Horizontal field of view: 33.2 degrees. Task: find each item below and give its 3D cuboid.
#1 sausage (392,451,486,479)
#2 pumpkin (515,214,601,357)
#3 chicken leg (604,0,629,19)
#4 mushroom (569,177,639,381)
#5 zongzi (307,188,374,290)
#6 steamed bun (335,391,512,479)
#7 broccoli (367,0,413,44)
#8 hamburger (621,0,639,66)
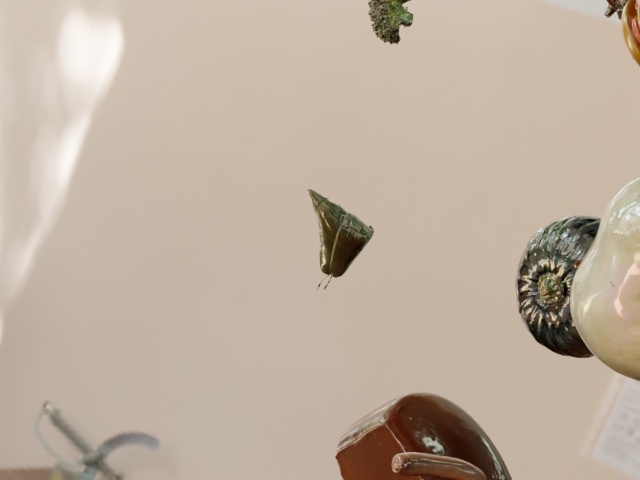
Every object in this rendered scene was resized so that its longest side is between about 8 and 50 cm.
[{"bbox_3d":[0.194,0.371,1.732,0.177,0.047,0.040,15,-7,-27],"label":"sausage"},{"bbox_3d":[0.352,0.064,1.471,0.140,0.202,0.202,-3,16,-31],"label":"pumpkin"},{"bbox_3d":[0.526,-0.443,1.876,0.080,0.125,0.196,-16,14,2],"label":"chicken leg"},{"bbox_3d":[0.426,0.043,1.263,0.260,0.254,0.234,-25,-4,30],"label":"mushroom"},{"bbox_3d":[0.000,0.000,1.765,0.130,0.154,0.062,34,38,-2],"label":"zongzi"},{"bbox_3d":[0.219,0.471,2.012,0.248,0.235,0.379,-16,70,-47],"label":"steamed bun"},{"bbox_3d":[0.118,-0.367,1.716,0.092,0.095,0.097,19,24,-30],"label":"broccoli"},{"bbox_3d":[0.506,-0.302,1.534,0.162,0.162,0.115,23,-34,-30],"label":"hamburger"}]
